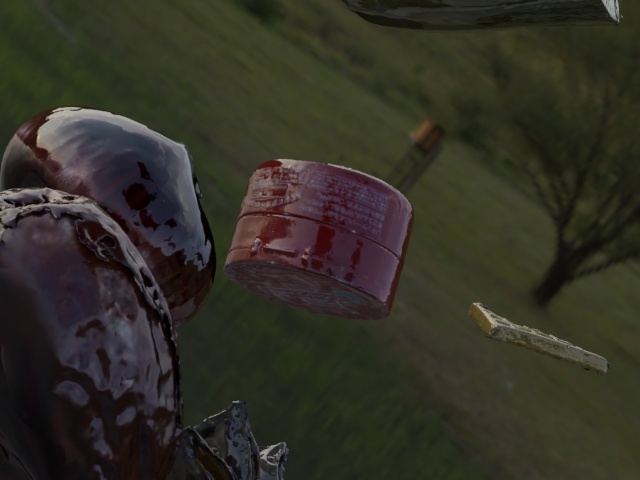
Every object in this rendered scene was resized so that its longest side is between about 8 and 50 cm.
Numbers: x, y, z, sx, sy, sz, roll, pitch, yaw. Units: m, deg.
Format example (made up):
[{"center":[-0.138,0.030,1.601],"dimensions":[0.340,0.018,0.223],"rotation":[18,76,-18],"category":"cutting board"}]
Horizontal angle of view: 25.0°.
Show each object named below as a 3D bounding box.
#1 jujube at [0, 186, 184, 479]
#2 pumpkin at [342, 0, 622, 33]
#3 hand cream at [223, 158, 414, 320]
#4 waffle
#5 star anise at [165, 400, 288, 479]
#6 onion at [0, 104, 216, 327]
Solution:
[{"center":[-0.195,0.083,1.037],"dimensions":[0.183,0.183,0.243],"rotation":[-110,-167,-77],"category":"jujube"},{"center":[0.095,-0.297,1.020],"dimensions":[0.332,0.199,0.333],"rotation":[-7,90,-76],"category":"pumpkin"},{"center":[0.000,0.000,1.819],"dimensions":[0.230,0.149,0.230],"rotation":[12,-14,3],"category":"hand cream"},{"center":[0.250,0.112,1.655],"dimensions":[0.152,0.023,0.097],"rotation":[18,11,-10],"category":"waffle"},{"center":[-0.132,0.342,1.634],"dimensions":[0.117,0.332,0.331],"rotation":[1,-14,29],"category":"star anise"},{"center":[-0.246,-0.006,1.510],"dimensions":[0.273,0.285,0.273],"rotation":[45,-24,26],"category":"onion"}]
